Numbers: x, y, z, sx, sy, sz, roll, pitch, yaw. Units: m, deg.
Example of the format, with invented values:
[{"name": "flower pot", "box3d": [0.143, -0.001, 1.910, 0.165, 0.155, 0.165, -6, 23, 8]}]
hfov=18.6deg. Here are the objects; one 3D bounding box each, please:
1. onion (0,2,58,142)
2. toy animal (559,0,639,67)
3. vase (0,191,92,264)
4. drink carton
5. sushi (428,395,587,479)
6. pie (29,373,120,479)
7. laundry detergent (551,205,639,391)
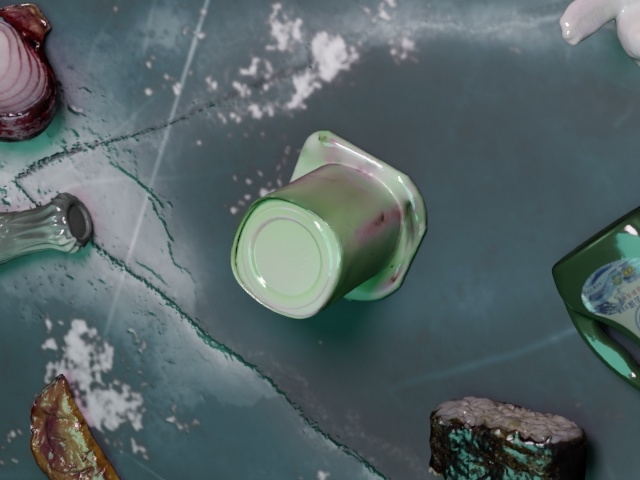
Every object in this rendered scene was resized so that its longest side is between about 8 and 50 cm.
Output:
[{"name": "onion", "box3d": [-0.340, -0.169, 1.951, 0.206, 0.151, 0.098, 42, 154, 21]}, {"name": "toy animal", "box3d": [0.284, -0.194, 1.597, 0.140, 0.138, 0.282, -14, 98, 38]}, {"name": "vase", "box3d": [-0.308, -0.007, 1.999, 0.149, 0.081, 0.081, -10, 101, 26]}, {"name": "drink carton", "box3d": [0.000, 0.000, 1.806, 0.144, 0.142, 0.146, 31, 116, 14]}, {"name": "sushi", "box3d": [0.175, 0.195, 1.810, 0.150, 0.090, 0.078, 8, 106, 26]}, {"name": "pie", "box3d": [-0.263, 0.232, 2.076, 0.092, 0.034, 0.170, -30, 92, 27]}, {"name": "laundry detergent", "box3d": [0.303, 0.082, 1.725, 0.137, 0.063, 0.211, -35, 91, 35]}]
